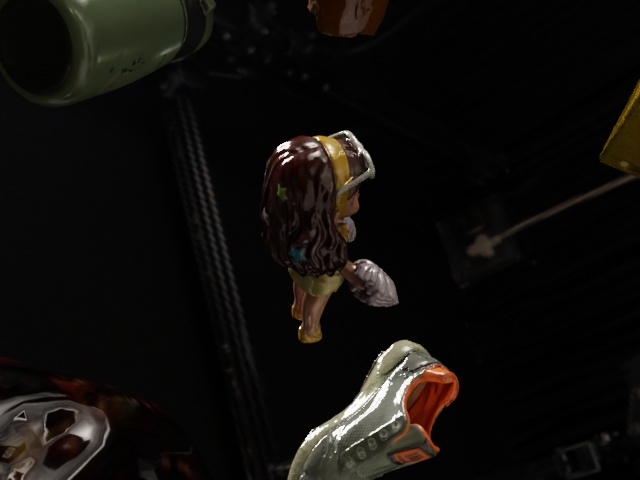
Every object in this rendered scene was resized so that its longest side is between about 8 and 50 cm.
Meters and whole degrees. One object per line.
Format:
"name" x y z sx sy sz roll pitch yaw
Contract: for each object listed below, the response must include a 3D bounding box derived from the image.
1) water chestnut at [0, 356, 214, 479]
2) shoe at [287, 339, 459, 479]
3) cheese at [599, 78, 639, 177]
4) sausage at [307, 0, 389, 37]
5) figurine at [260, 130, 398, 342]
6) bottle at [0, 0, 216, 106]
"water chestnut" -0.206 0.238 0.539 0.350 0.302 0.351 42 -140 -50
"shoe" 0.101 0.311 1.449 0.336 0.171 0.132 -48 -57 -18
"cheese" 0.200 -0.088 0.468 0.093 0.126 0.171 -59 -30 -6
"sausage" 0.023 -0.294 0.735 0.076 0.302 0.103 30 -121 26
"figurine" -0.001 -0.001 0.992 0.175 0.115 0.240 -118 15 -48
"bottle" -0.275 -0.294 1.301 0.168 0.168 0.347 58 -147 -3
